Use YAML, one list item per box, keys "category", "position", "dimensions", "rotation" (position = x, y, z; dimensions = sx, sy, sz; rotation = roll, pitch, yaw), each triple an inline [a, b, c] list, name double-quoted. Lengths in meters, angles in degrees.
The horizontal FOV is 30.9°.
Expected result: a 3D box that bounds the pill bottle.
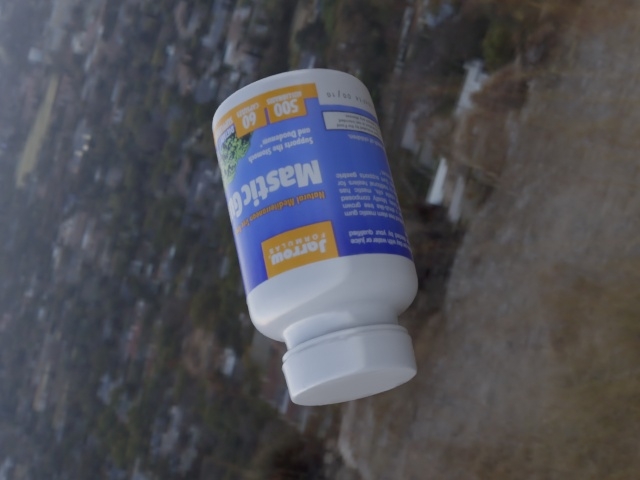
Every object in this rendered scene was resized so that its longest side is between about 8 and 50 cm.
- category: "pill bottle"
  position: [0.000, 0.000, 1.024]
  dimensions: [0.152, 0.152, 0.272]
  rotation: [-44, 54, 56]
